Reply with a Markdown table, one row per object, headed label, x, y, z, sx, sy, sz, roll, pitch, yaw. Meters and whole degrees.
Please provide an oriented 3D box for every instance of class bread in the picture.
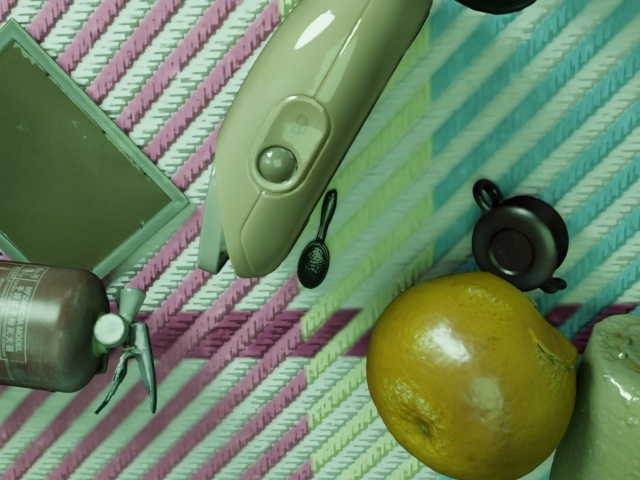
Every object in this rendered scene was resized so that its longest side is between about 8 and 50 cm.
| label | x | y | z | sx | sy | sz | roll | pitch | yaw |
| --- | --- | --- | --- | --- | --- | --- | --- | --- | --- |
| bread | 0.251 | 0.143 | 0.759 | 0.148 | 0.134 | 0.141 | 5 | 113 | -11 |

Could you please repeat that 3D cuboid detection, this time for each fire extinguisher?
| label | x | y | z | sx | sy | sz | roll | pitch | yaw |
| --- | --- | --- | --- | --- | --- | --- | --- | --- | --- |
| fire extinguisher | -0.244 | 0.065 | 0.780 | 0.268 | 0.105 | 0.105 | 6 | 112 | 6 |

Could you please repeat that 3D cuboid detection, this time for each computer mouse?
| label | x | y | z | sx | sy | sz | roll | pitch | yaw |
| --- | --- | --- | --- | --- | --- | --- | --- | --- | --- |
| computer mouse | -0.011 | -0.084 | 0.685 | 0.082 | 0.145 | 0.237 | 31 | 113 | -1 |

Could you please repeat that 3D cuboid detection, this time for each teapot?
| label | x | y | z | sx | sy | sz | roll | pitch | yaw |
| --- | --- | --- | --- | --- | --- | --- | --- | --- | --- |
| teapot | 0.144 | -0.003 | 0.759 | 0.068 | 0.045 | 0.100 | -36 | 88 | 39 |

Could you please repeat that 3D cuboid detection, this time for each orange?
| label | x | y | z | sx | sy | sz | roll | pitch | yaw |
| --- | --- | --- | --- | --- | --- | --- | --- | --- | --- |
| orange | 0.109 | 0.095 | 0.750 | 0.154 | 0.134 | 0.155 | 27 | 135 | 30 |

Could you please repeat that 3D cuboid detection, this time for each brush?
| label | x | y | z | sx | sy | sz | roll | pitch | yaw |
| --- | --- | --- | --- | --- | --- | --- | --- | --- | --- |
| brush | 0.000 | 0.000 | 0.790 | 0.024 | 0.008 | 0.083 | 17 | 113 | 2 |

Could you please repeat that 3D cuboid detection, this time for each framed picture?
| label | x | y | z | sx | sy | sz | roll | pitch | yaw |
| --- | --- | --- | --- | --- | --- | --- | --- | --- | --- |
| framed picture | -0.208 | -0.052 | 0.787 | 0.142 | 0.011 | 0.183 | -39 | 104 | 18 |

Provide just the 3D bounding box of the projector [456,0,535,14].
| label | x | y | z | sx | sy | sz | roll | pitch | yaw |
| --- | --- | --- | --- | --- | --- | --- | --- | --- | --- |
| projector | 0.016 | -0.327 | 0.444 | 0.242 | 0.405 | 0.395 | -42 | 103 | 18 |
